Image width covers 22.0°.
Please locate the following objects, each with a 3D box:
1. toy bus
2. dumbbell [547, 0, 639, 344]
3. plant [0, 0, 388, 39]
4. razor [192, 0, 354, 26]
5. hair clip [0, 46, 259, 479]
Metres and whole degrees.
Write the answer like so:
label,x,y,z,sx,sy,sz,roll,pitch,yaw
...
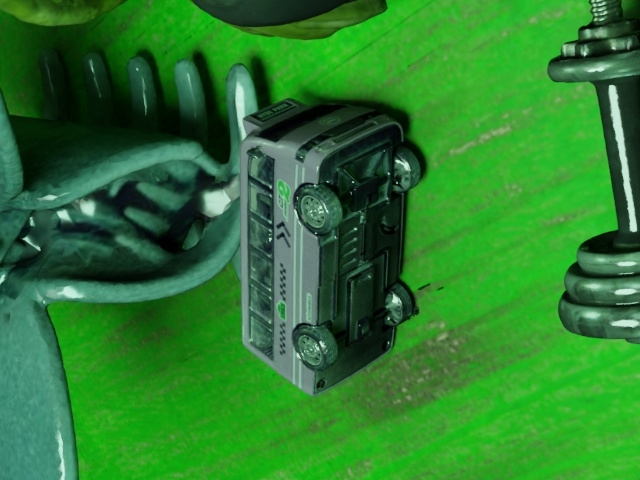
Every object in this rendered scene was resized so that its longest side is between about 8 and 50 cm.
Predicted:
label,x,y,z,sx,sy,sz,roll,pitch,yaw
toy bus,0.000,0.000,1.151,0.108,0.096,0.198,28,131,37
dumbbell,0.181,-0.050,0.956,0.110,0.110,0.254,0,103,43
plant,-0.096,-0.197,0.985,0.180,0.334,0.251,53,151,31
razor,0.043,-0.236,0.804,0.204,0.349,0.113,60,144,2
hair clip,-0.214,-0.023,1.220,0.318,0.238,0.392,9,115,47
